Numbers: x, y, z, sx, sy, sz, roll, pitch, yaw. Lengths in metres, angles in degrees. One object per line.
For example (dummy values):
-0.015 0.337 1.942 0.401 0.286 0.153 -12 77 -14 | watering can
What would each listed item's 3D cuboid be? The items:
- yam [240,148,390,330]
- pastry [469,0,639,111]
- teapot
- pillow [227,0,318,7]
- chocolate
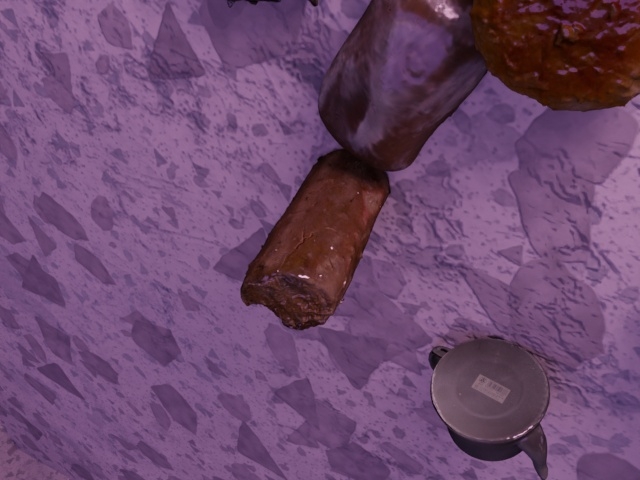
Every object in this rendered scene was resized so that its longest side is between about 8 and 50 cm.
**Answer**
-0.002 -0.001 0.905 0.128 0.238 0.129 12 140 22 | yam
0.235 -0.209 0.629 0.182 0.093 0.192 30 138 9 | pastry
0.243 0.244 1.014 0.239 0.162 0.149 42 161 39 | teapot
-0.062 -0.315 0.796 0.241 0.051 0.093 10 126 30 | pillow
0.081 -0.180 0.786 0.157 0.080 0.254 39 140 2 | chocolate
